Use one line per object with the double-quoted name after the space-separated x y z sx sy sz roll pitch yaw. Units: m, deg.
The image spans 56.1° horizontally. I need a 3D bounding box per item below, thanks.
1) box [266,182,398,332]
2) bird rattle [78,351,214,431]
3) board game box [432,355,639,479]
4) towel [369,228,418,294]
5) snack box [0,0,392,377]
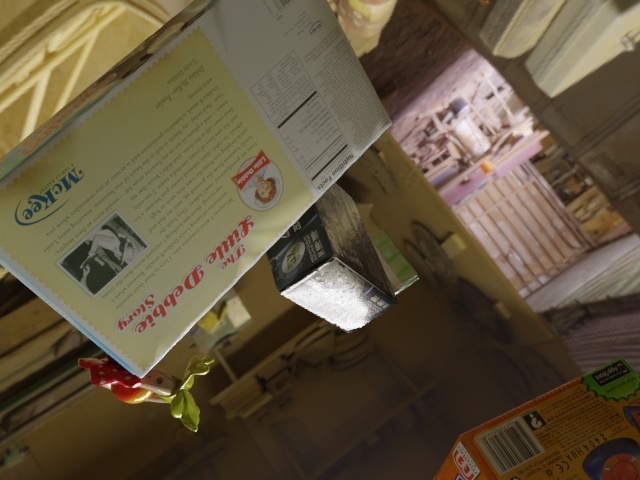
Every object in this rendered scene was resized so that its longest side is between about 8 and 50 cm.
0.000 0.000 0.719 0.077 0.180 0.147 -34 141 17 "box"
-0.326 0.256 1.073 0.207 0.143 0.253 -17 149 41 "bird rattle"
0.436 0.487 1.017 0.356 0.356 0.356 -17 142 -21 "board game box"
0.076 0.062 1.026 0.152 0.113 0.023 -34 164 -5 "towel"
-0.096 -0.067 0.489 0.322 0.187 0.060 -46 -144 -16 "snack box"
